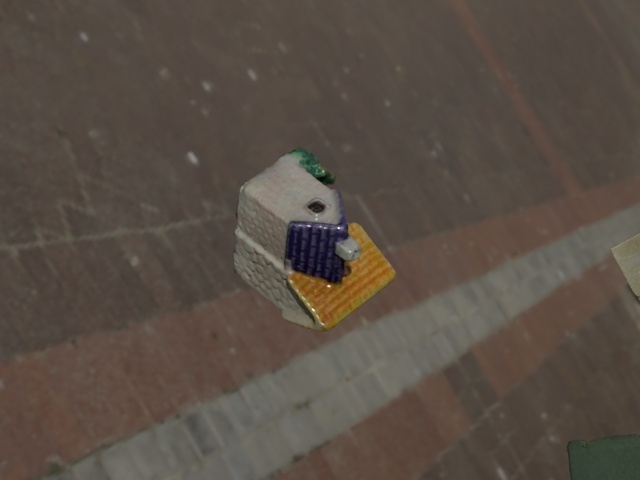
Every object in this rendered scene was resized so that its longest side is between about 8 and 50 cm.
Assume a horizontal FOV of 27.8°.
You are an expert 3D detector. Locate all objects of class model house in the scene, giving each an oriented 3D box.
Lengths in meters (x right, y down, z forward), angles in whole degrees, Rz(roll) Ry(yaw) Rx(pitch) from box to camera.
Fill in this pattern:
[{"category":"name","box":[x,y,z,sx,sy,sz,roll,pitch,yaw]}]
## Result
[{"category":"model house","box":[0.000,0.000,0.946,0.088,0.101,0.100,-33,55,-32]}]

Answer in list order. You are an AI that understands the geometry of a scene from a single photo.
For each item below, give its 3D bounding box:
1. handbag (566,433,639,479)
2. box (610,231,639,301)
[{"category":"handbag","box":[0.343,0.291,1.126,0.079,0.260,0.247,19,66,-56]},{"category":"box","box":[0.295,0.062,0.992,0.024,0.090,0.167,-25,82,-30]}]
